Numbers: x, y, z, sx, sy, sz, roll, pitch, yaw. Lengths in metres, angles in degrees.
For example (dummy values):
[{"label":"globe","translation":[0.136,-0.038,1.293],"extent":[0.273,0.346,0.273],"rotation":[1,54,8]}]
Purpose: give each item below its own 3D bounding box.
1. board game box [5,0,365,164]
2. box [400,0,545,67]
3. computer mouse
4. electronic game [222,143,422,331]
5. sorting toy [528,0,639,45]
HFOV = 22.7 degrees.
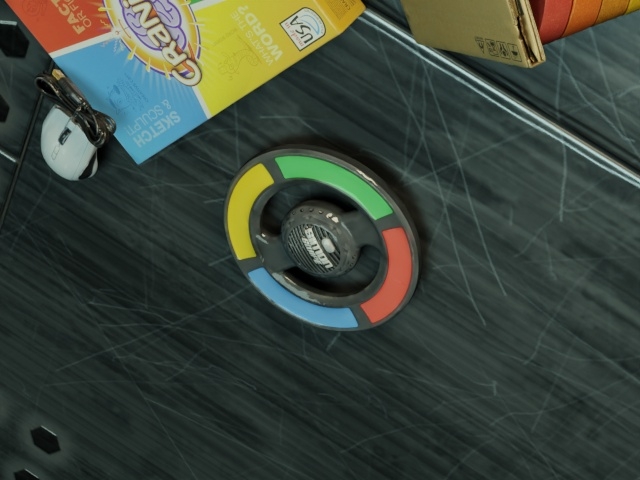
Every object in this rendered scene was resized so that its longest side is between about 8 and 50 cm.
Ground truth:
[{"label":"board game box","translation":[-0.146,-0.243,1.591],"extent":[0.316,0.064,0.242],"rotation":[-29,105,40]},{"label":"box","translation":[0.114,-0.239,1.402],"extent":[0.201,0.021,0.164],"rotation":[27,142,62]},{"label":"computer mouse","translation":[-0.272,-0.108,1.722],"extent":[0.106,0.042,0.193],"rotation":[43,157,7]},{"label":"electronic game","translation":[0.000,0.000,1.692],"extent":[0.229,0.048,0.229],"rotation":[15,127,20]},{"label":"sorting toy","translation":[0.253,-0.321,1.313],"extent":[0.126,0.127,0.366],"rotation":[3,126,-8]}]
